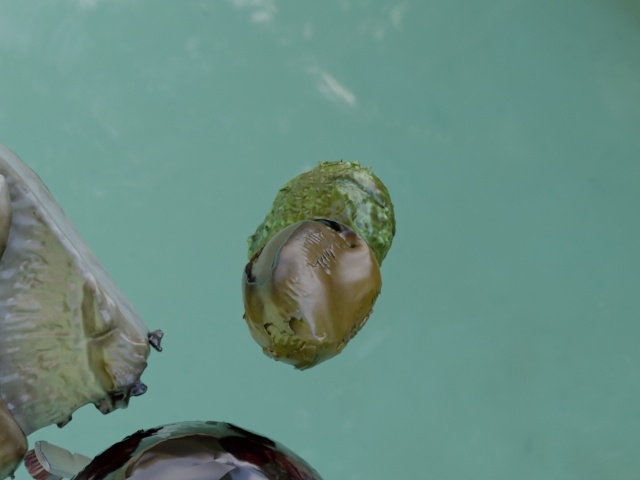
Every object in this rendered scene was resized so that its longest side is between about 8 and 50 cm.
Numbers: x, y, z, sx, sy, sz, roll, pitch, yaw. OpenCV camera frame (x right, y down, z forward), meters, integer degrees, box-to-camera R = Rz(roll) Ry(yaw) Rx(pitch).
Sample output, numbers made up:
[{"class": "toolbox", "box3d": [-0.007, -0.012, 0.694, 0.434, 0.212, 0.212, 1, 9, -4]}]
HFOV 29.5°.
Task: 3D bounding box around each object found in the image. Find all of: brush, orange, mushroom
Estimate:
[{"class": "brush", "box3d": [-0.447, 0.402, 2.134, 0.060, 0.050, 0.321, 60, -1, 18]}, {"class": "orange", "box3d": [0.000, 0.000, 2.066, 0.223, 0.301, 0.300, 27, 19, -10]}, {"class": "mushroom", "box3d": [-0.425, 0.072, 1.547, 0.397, 0.314, 0.224, 60, -5, -20]}]

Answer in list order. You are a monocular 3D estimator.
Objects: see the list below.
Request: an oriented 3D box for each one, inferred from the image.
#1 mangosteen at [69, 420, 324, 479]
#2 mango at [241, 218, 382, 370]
[{"class": "mangosteen", "box3d": [-0.161, 0.377, 1.242, 0.381, 0.421, 0.380, 171, -90, -82]}, {"class": "mango", "box3d": [-0.009, 0.063, 1.403, 0.248, 0.156, 0.151, -73, 162, -68]}]
